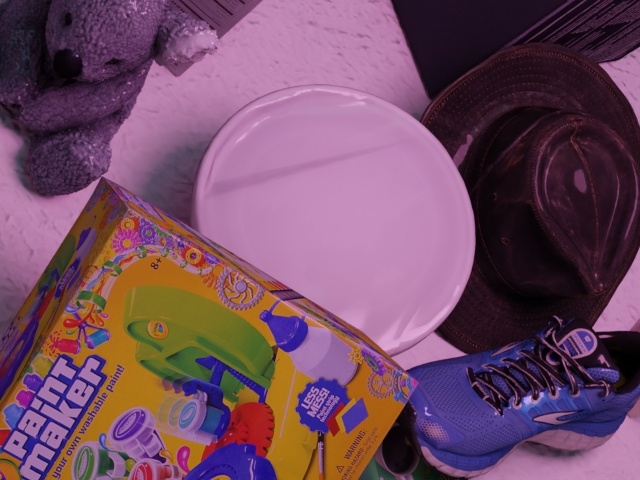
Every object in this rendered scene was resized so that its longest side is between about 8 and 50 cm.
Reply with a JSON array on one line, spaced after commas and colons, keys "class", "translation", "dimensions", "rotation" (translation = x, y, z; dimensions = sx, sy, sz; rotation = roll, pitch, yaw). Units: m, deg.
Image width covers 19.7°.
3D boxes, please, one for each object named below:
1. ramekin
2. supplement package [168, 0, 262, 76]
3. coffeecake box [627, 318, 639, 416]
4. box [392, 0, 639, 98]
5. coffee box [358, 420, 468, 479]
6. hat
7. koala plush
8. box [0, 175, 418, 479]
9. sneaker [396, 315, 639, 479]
[{"class": "ramekin", "translation": [0.000, 0.000, 1.727], "dimensions": [0.273, 0.127, 0.272], "rotation": [6, 67, -14]}, {"class": "supplement package", "translation": [-0.096, -0.286, 1.745], "dimensions": [0.134, 0.244, 0.139], "rotation": [43, 53, -10]}, {"class": "coffeecake box", "translation": [0.397, 0.090, 1.955], "dimensions": [0.068, 0.142, 0.185], "rotation": [50, 54, -4]}, {"class": "box", "translation": [0.273, -0.305, 1.950], "dimensions": [0.294, 0.296, 0.182], "rotation": [-15, 79, -36]}, {"class": "coffee box", "translation": [0.053, 0.216, 1.750], "dimensions": [0.184, 0.040, 0.113], "rotation": [28, 56, -19]}, {"class": "hat", "translation": [0.244, -0.030, 1.843], "dimensions": [0.331, 0.134, 0.331], "rotation": [-5, 100, -31]}, {"class": "koala plush", "translation": [-0.204, -0.190, 1.650], "dimensions": [0.196, 0.221, 0.203], "rotation": [44, 53, -8]}, {"class": "box", "translation": [-0.128, 0.149, 1.503], "dimensions": [0.279, 0.177, 0.290], "rotation": [31, 92, -17]}, {"class": "sneaker", "translation": [0.200, 0.132, 1.786], "dimensions": [0.330, 0.147, 0.129], "rotation": [-7, 54, -41]}]
